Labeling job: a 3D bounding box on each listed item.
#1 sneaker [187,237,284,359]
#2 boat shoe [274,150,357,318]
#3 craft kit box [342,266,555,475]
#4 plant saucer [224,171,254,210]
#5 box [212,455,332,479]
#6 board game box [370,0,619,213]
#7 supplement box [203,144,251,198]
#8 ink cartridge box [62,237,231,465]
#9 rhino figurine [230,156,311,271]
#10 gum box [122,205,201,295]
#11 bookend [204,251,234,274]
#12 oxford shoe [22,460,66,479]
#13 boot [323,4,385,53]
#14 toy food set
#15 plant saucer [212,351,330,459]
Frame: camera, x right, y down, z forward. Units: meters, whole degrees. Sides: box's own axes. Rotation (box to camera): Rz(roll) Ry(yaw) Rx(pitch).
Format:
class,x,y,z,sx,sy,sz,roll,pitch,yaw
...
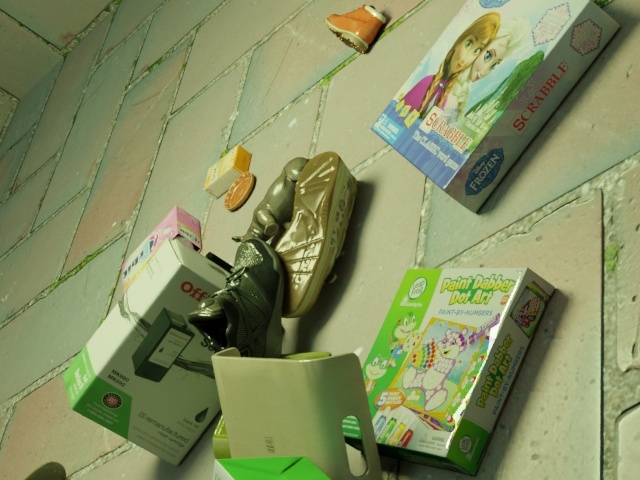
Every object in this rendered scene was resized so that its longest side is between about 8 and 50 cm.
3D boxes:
class,x,y,z,sx,sy,sz,roll,pitch,yaw
sneaker,-0.124,0.078,1.860,0.087,0.130,0.228,-32,44,38
boat shoe,0.000,0.000,1.952,0.104,0.089,0.285,-4,58,41
craft kit box,0.145,0.151,1.542,0.250,0.061,0.247,-4,54,59
plant saucer,-0.152,-0.092,2.391,0.083,0.013,0.083,-41,30,30
box,-0.036,0.391,1.388,0.262,0.126,0.231,-155,70,-64
board game box,0.236,-0.228,1.811,0.318,0.066,0.319,-53,26,6
supplement box,-0.182,-0.134,2.465,0.098,0.036,0.062,-35,32,37
ink cartridge box,-0.233,0.174,1.987,0.289,0.211,0.121,-53,25,7
rhino figurine,-0.075,-0.039,2.125,0.243,0.073,0.106,-52,30,12
gum box,-0.315,0.036,2.466,0.188,0.062,0.107,-46,27,19
bookend,-0.230,0.124,2.204,0.157,0.072,0.156,-29,36,45
oxford shoe,-0.544,0.487,2.331,0.212,0.076,0.076,-53,15,5
boot,0.065,-0.402,2.333,0.085,0.059,0.158,-52,34,1
toy food set,-0.026,0.246,1.605,0.306,0.092,0.220,-7,95,57
plant saucer,-0.085,0.240,1.845,0.188,0.045,0.188,-12,50,56
